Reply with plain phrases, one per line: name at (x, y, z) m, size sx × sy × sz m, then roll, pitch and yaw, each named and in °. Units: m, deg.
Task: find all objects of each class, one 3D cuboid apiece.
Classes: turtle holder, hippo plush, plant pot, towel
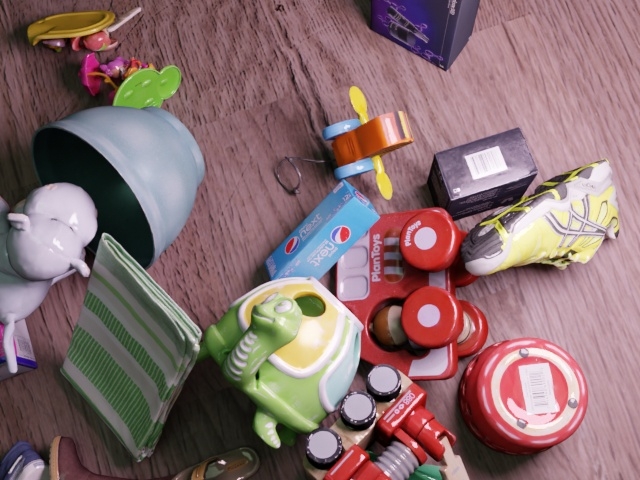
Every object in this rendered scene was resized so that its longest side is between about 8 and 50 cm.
turtle holder at (-0.066, 0.161, 1.182) m, size 0.227 × 0.320 × 0.243 m, roll -45°, pitch 43°, yaw -4°
hippo plush at (-0.494, 0.005, 1.220) m, size 0.234 × 0.236 × 0.294 m, roll 35°, pitch 47°, yaw -17°
plant pot at (0.325, 0.250, 1.213) m, size 0.191 × 0.174 × 0.191 m, roll -2°, pitch 74°, yaw 5°
towel at (-0.318, 0.185, 1.217) m, size 0.248 × 0.325 × 0.038 m, roll 42°, pitch 38°, yaw 20°
plant pot at (-0.331, -0.117, 1.320) m, size 0.293 × 0.293 × 0.196 m, roll 36°, pitch 53°, yaw 12°

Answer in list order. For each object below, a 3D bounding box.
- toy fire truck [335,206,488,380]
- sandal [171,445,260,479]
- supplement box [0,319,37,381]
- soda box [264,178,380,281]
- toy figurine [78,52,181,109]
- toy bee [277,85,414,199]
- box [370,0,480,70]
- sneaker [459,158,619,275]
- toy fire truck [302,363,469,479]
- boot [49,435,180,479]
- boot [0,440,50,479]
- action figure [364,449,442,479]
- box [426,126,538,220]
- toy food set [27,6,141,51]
toy fire truck at (0.140, 0.089, 1.291) m, size 0.254 × 0.169 × 0.302 m, roll -7°, pitch 74°, yaw 29°
sandal at (-0.180, 0.396, 1.244) m, size 0.180 × 0.049 × 0.072 m, roll -24°, pitch 75°, yaw -21°
supplement box at (-0.601, 0.136, 1.330) m, size 0.114 × 0.111 × 0.220 m, roll -20°, pitch 73°, yaw -2°
soda box at (0.000, 0.000, 1.305) m, size 0.210 × 0.071 × 0.067 m, roll -45°, pitch 34°, yaw 14°
toy figurine at (-0.388, -0.317, 1.456) m, size 0.159 × 0.130 × 0.173 m, roll 34°, pitch 57°, yaw 21°
toy bee at (0.071, -0.178, 1.345) m, size 0.162 × 0.298 × 0.195 m, roll -18°, pitch 112°, yaw -39°
box at (0.192, -0.448, 1.369) m, size 0.184 × 0.261 × 0.103 m, roll 30°, pitch 78°, yaw 11°
sneaker at (0.386, -0.016, 1.233) m, size 0.385 × 0.145 × 0.147 m, roll -25°, pitch 92°, yaw -34°
toy fire truck at (0.125, 0.354, 1.161) m, size 0.246 × 0.158 × 0.217 m, roll 36°, pitch 64°, yaw 26°
boot at (-0.335, 0.426, 1.264) m, size 0.207 × 0.090 × 0.248 m, roll -15°, pitch 71°, yaw -15°
boot at (-0.529, 0.440, 1.273) m, size 0.086 × 0.069 × 0.190 m, roll 30°, pitch 87°, yaw 40°
action figure at (0.086, 0.398, 1.234) m, size 0.232 × 0.063 × 0.137 m, roll 21°, pitch 69°, yaw 2°
box at (0.279, -0.110, 1.321) m, size 0.156 × 0.158 × 0.093 m, roll -17°, pitch 75°, yaw -2°
toy food set at (-0.468, -0.401, 1.486) m, size 0.218 × 0.071 × 0.128 m, roll 1°, pitch 37°, yaw 13°
